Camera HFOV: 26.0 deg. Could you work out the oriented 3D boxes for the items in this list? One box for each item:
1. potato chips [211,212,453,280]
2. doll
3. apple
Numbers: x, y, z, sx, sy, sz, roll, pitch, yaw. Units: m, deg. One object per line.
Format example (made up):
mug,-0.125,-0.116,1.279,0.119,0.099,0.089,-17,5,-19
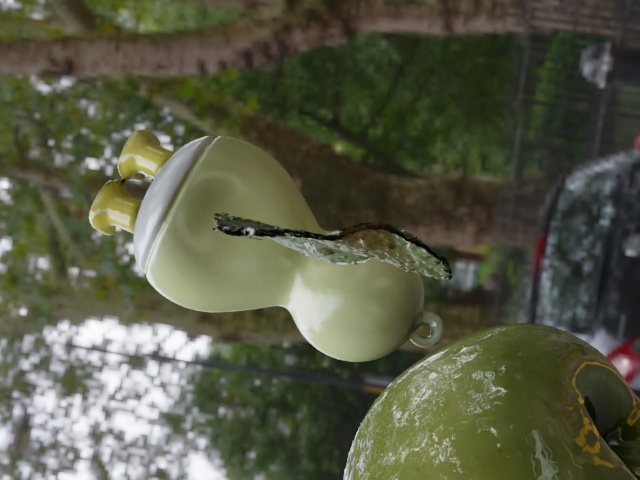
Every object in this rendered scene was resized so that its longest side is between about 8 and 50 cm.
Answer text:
potato chips,0.000,0.000,0.883,0.209,0.142,0.026,-179,100,-75
doll,-0.038,0.012,1.103,0.141,0.296,0.117,-60,-2,-14
apple,0.186,0.266,1.398,0.357,0.357,0.357,9,-90,-81
